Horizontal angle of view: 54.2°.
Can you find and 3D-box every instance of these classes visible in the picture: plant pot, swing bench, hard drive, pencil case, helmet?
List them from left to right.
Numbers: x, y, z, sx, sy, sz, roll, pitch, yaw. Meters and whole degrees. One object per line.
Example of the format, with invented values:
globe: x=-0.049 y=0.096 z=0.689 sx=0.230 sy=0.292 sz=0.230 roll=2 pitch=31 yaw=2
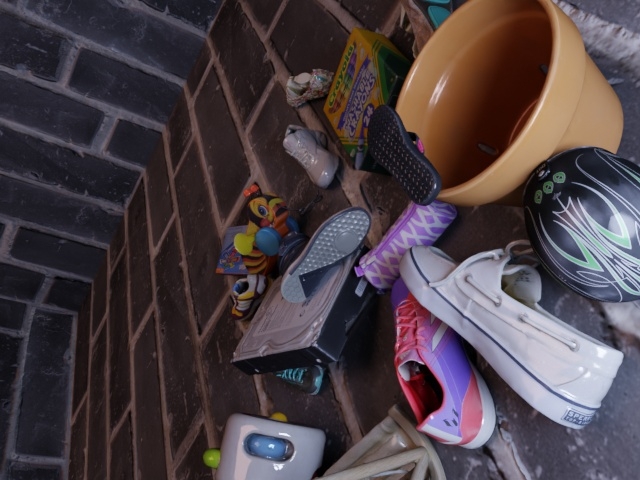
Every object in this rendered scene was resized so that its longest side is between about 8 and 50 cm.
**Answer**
hard drive: x=-0.039 y=0.147 z=1.263 sx=0.339 sy=0.064 sz=0.236 roll=-24 pitch=32 yaw=54
swing bench: x=0.039 y=0.413 z=0.917 sx=0.165 sy=0.255 sz=0.253 roll=48 pitch=123 yaw=17
pencil case: x=0.145 y=-0.004 z=1.089 sx=0.206 sy=0.088 sz=0.086 roll=-53 pitch=35 yaw=28
plant pot: x=0.266 y=-0.167 z=0.857 sx=0.291 sy=0.204 sz=0.290 roll=-37 pitch=44 yaw=47
helmet: x=0.320 y=-0.012 z=0.708 sx=0.169 sy=0.169 sz=0.161 roll=-52 pitch=35 yaw=32

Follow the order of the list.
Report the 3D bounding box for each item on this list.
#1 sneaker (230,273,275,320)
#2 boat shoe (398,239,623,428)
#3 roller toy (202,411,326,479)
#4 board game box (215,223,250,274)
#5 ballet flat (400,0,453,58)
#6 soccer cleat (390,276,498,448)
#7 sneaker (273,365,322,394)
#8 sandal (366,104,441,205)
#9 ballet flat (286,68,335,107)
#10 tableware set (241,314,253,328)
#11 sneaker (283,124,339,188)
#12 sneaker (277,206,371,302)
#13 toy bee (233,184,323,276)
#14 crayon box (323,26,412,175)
sneaker: x=-0.190 y=0.135 z=1.546 sx=0.185 sy=0.084 sz=0.069 roll=-44 pitch=37 yaw=38
boat shoe: x=0.245 y=0.067 z=0.832 sx=0.156 sy=0.136 sz=0.367 roll=-63 pitch=33 yaw=16
roller toy: x=-0.088 y=0.393 z=1.157 sx=0.191 sy=0.209 sz=0.146 roll=-4 pitch=69 yaw=48
board game box: x=-0.213 y=0.027 z=1.746 sx=0.281 sy=0.027 sz=0.145 roll=-3 pitch=70 yaw=59
ballet flat: x=0.204 y=-0.430 z=1.225 sx=0.106 sy=0.108 sz=0.316 roll=121 pitch=152 yaw=-48
soccer cleat: x=0.156 y=0.159 z=0.946 sx=0.108 sy=0.116 sz=0.318 roll=-52 pitch=34 yaw=31
sneaker: x=-0.057 y=0.274 z=1.287 sx=0.166 sy=0.076 sz=0.064 roll=0 pitch=74 yaw=60
sandal: x=0.115 y=-0.114 z=0.847 sx=0.067 sy=0.040 sz=0.179 roll=-57 pitch=46 yaw=35
ballet flat: x=-0.044 y=-0.412 z=1.658 sx=0.241 sy=0.077 sz=0.091 roll=-2 pitch=73 yaw=60
tableware set: x=-0.159 y=0.180 z=1.576 sx=0.141 sy=0.020 sz=0.168 roll=-62 pitch=29 yaw=13
sneaker: x=-0.035 y=-0.202 z=1.480 sx=0.090 sy=0.115 sz=0.232 roll=-59 pitch=31 yaw=22
sneaker: x=-0.002 y=-0.001 z=1.224 sx=0.226 sy=0.086 sz=0.163 roll=-45 pitch=20 yaw=12
toy bee: x=-0.123 y=-0.051 z=1.501 sx=0.298 sy=0.162 sz=0.195 roll=-50 pitch=-10 yaw=19
crayon box: x=0.099 y=-0.306 z=1.311 sx=0.323 sy=0.083 sz=0.203 roll=-112 pitch=37 yaw=-50
